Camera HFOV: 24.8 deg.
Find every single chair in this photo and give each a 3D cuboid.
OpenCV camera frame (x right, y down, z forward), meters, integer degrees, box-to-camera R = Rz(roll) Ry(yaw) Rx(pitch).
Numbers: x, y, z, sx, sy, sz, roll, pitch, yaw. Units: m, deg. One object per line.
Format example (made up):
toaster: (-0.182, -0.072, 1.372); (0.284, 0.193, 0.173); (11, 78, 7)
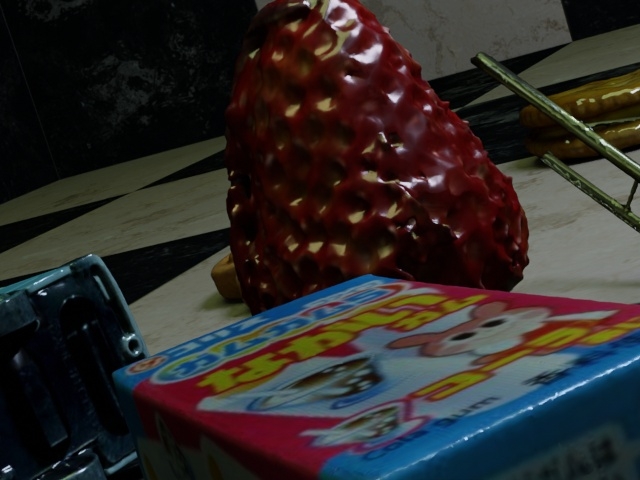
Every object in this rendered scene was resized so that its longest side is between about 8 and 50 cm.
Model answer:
chair: (0.245, -0.046, 0.863); (0.160, 0.170, 0.326); (-43, 47, -1)

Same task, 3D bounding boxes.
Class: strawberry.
strawberry: (0.019, -0.044, 0.954); (0.205, 0.245, 0.205); (-19, 10, 4)

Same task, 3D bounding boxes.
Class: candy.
candy: (0.035, 0.087, 0.608); (0.157, 0.100, 0.306); (-21, 9, -21)

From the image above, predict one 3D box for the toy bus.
toy bus: (-0.232, 0.119, 0.810); (0.164, 0.133, 0.271); (-15, 11, 42)

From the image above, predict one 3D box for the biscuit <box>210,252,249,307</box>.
biscuit: (0.000, 0.000, 1.350); (0.202, 0.047, 0.334); (-16, 10, 8)

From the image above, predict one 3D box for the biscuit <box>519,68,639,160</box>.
biscuit: (0.316, -0.141, 1.534); (0.220, 0.066, 0.220); (-16, 9, 3)
